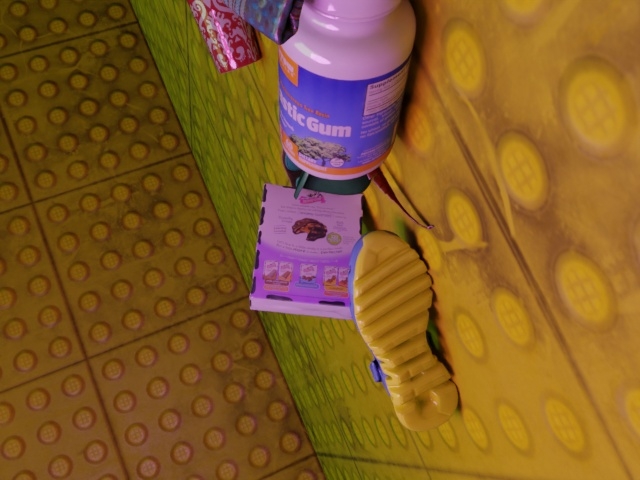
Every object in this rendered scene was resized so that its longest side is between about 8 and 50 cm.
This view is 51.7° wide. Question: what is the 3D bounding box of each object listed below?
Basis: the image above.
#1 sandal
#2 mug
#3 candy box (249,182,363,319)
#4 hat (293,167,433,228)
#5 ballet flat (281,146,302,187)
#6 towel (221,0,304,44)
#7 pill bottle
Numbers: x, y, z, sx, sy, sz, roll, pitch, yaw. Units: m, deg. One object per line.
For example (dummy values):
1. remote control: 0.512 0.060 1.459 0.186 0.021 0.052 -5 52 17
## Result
1. sandal: 0.105 0.130 0.994 0.138 0.126 0.317 -137 32 -67
2. mug: -0.179 -0.435 1.319 0.113 0.150 0.169 -5 114 36
3. candy box: -0.020 0.016 1.053 0.070 0.165 0.196 104 171 -66
4. hat: 0.072 -0.103 0.981 0.173 0.184 0.208 121 169 -63
5. ballet flat: -0.034 -0.143 1.202 0.232 0.080 0.073 91 169 -50
6. towel: -0.108 -0.400 0.645 0.370 0.040 0.271 44 130 26
7. pill bottle: 0.026 -0.207 0.757 0.272 0.152 0.152 93 152 -58
